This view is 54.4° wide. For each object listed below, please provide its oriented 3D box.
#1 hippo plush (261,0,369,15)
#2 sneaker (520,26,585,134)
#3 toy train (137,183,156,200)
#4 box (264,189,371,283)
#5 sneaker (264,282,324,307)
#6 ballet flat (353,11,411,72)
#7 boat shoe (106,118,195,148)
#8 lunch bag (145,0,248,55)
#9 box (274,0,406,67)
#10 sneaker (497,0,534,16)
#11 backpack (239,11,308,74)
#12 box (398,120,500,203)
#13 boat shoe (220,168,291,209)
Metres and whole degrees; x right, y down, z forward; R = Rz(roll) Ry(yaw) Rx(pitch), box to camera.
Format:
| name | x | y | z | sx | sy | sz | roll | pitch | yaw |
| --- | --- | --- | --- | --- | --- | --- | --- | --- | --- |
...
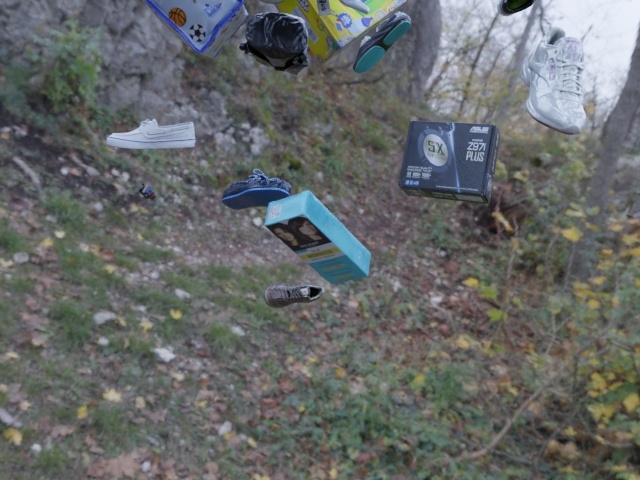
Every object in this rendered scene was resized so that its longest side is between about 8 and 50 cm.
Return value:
| name | x | y | z | sx | sy | sz | roll | pitch | yaw |
| --- | --- | --- | --- | --- | --- | --- | --- | --- | --- |
| hippo plush | -0.086 | -0.545 | 1.194 | 0.234 | 0.294 | 0.236 | 14 | 41 | 38 |
| sneaker | 0.528 | -0.361 | 1.389 | 0.114 | 0.152 | 0.305 | 9 | 48 | -11 |
| toy train | -0.501 | -0.138 | 1.810 | 0.036 | 0.027 | 0.158 | 29 | -8 | -4 |
| box | 0.000 | 0.000 | 1.278 | 0.100 | 0.060 | 0.244 | -15 | -40 | 32 |
| sneaker | -0.068 | 0.136 | 1.652 | 0.071 | 0.066 | 0.188 | -23 | -13 | 37 |
| ballet flat | 0.160 | -0.547 | 1.706 | 0.074 | 0.203 | 0.074 | 37 | 29 | -25 |
| boat shoe | -0.499 | -0.317 | 1.839 | 0.258 | 0.084 | 0.095 | -7 | 17 | -30 |
| lunch bag | -0.407 | -0.742 | 1.801 | 0.385 | 0.239 | 0.328 | 40 | 6 | -10 |
| box | 0.038 | -0.720 | 1.812 | 0.290 | 0.279 | 0.177 | 53 | -21 | -11 |
| sneaker | 0.478 | -0.566 | 1.404 | 0.063 | 0.170 | 0.075 | 52 | 26 | -13 |
| backpack | -0.087 | -0.440 | 1.386 | 0.151 | 0.115 | 0.182 | 16 | 4 | 0 |
| box | 0.267 | -0.162 | 1.285 | 0.180 | 0.148 | 0.077 | 9 | -8 | 25 |
| boat shoe | -0.184 | -0.150 | 1.729 | 0.258 | 0.089 | 0.109 | -1 | -29 | 37 |
